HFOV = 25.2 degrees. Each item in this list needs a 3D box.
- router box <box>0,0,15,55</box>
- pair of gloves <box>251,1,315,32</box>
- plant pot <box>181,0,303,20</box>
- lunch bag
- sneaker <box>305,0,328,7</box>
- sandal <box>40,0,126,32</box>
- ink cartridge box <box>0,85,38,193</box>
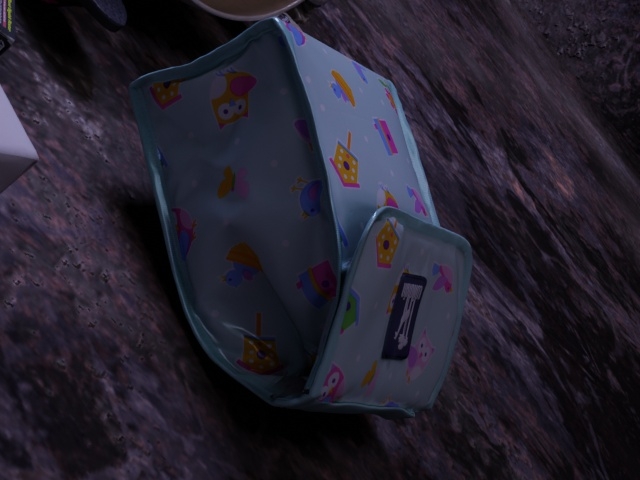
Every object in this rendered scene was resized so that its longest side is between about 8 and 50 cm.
[{"bbox_3d":[-0.244,-0.177,0.930,0.092,0.038,0.122,38,25,-35],"label":"router box"},{"bbox_3d":[-0.089,-0.287,1.461,0.204,0.042,0.240,49,18,-12],"label":"pair of gloves"},{"bbox_3d":[-0.113,-0.349,1.243,0.191,0.284,0.284,21,-3,37],"label":"plant pot"},{"bbox_3d":[0.000,0.000,1.019,0.223,0.160,0.262,17,52,-64],"label":"lunch bag"},{"bbox_3d":[-0.051,-0.357,1.448,0.271,0.108,0.100,38,24,-36],"label":"sneaker"},{"bbox_3d":[-0.215,-0.209,1.063,0.179,0.040,0.067,40,13,6],"label":"sandal"},{"bbox_3d":[-0.276,-0.120,0.646,0.273,0.115,0.198,59,20,14],"label":"ink cartridge box"}]
